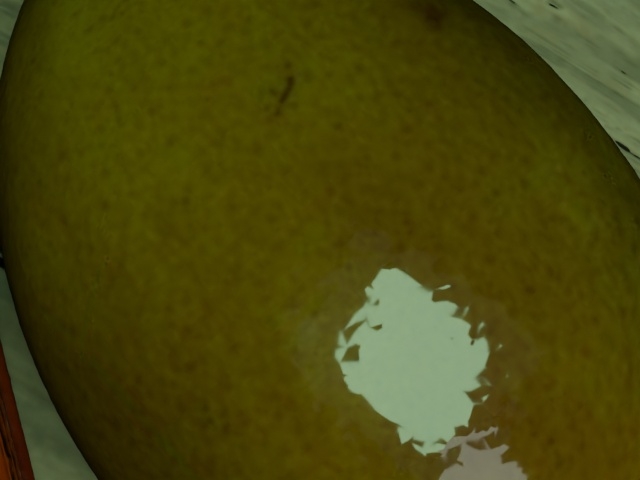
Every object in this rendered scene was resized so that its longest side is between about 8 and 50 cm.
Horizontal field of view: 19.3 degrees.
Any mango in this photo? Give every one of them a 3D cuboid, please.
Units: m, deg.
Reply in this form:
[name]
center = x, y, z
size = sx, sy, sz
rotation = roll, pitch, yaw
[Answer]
[mango]
center = 0.000, 0.000, 0.804
size = 0.264, 0.221, 0.378
rotation = -25, 78, -9

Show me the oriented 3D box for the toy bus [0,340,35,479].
[toy bus]
center = -0.192, 0.083, 0.782
size = 0.143, 0.153, 0.329
rotation = -13, 85, -11
